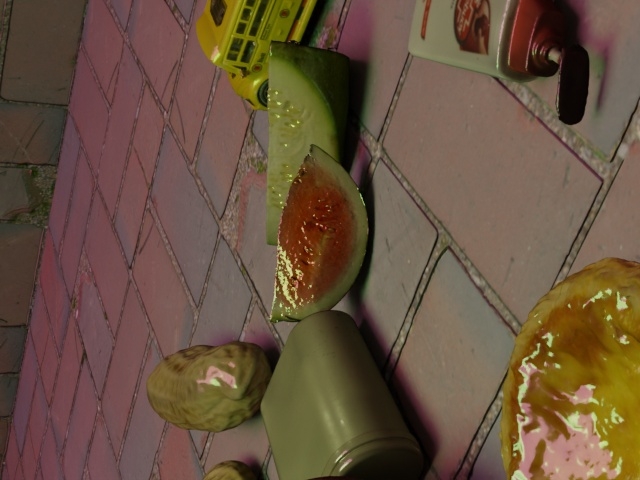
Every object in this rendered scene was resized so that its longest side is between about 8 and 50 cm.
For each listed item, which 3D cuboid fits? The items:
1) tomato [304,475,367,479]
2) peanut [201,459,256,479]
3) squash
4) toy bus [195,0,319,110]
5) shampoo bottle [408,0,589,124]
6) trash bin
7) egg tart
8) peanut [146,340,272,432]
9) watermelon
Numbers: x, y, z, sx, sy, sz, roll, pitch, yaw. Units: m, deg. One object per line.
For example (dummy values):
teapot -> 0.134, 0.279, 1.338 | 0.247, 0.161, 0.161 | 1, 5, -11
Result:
tomato -> 0.026, 0.411, 1.103 | 0.282, 0.317, 0.316 | 147, 122, -76
peanut -> -0.151, 0.474, 1.673 | 0.196, 0.110, 0.233 | -59, 39, 36
squash -> -0.023, -0.120, 1.450 | 0.203, 0.111, 0.288 | -34, -47, -81
toy bus -> -0.086, -0.352, 1.557 | 0.330, 0.152, 0.144 | -63, 37, 39
shampoo bottle -> 0.189, -0.217, 1.089 | 0.284, 0.071, 0.153 | -127, 45, -54
trash bin -> 0.016, 0.254, 1.356 | 0.247, 0.121, 0.243 | -114, 37, -47
egg tart -> 0.264, 0.174, 0.855 | 0.319, 0.128, 0.318 | -177, 90, -66
peanut -> -0.180, 0.237, 1.725 | 0.325, 0.140, 0.153 | -24, 25, 53
watermelon -> 0.000, 0.001, 1.397 | 0.063, 0.119, 0.245 | -148, 71, -73
